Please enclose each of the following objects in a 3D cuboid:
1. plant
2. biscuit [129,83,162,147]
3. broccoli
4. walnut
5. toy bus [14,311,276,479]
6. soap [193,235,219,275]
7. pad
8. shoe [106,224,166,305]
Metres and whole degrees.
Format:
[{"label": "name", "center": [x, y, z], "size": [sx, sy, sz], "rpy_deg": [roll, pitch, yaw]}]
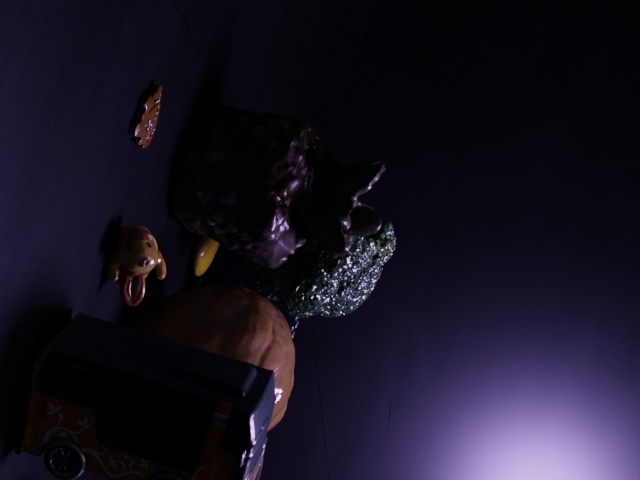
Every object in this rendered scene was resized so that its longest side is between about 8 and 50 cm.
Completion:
[{"label": "plant", "center": [-0.056, -0.072, 1.714], "size": [0.213, 0.312, 0.215], "rpy_deg": [103, 4, -72]}, {"label": "biscuit", "center": [-0.212, -0.144, 1.366], "size": [0.092, 0.016, 0.082], "rpy_deg": [99, 9, -55]}, {"label": "broccoli", "center": [0.000, 0.000, 1.892], "size": [0.269, 0.254, 0.269], "rpy_deg": [59, 18, -31]}, {"label": "walnut", "center": [-0.173, 0.206, 1.724], "size": [0.296, 0.285, 0.285], "rpy_deg": [-30, -157, 35]}, {"label": "toy bus", "center": [-0.194, 0.201, 1.301], "size": [0.138, 0.275, 0.167], "rpy_deg": [-59, 166, -70]}, {"label": "soap", "center": [-0.196, -0.005, 2.030], "size": [0.168, 0.033, 0.089], "rpy_deg": [-67, 176, -50]}, {"label": "pad", "center": [-0.121, 0.072, 2.067], "size": [0.012, 0.268, 0.270], "rpy_deg": [41, 60, -47]}, {"label": "shoe", "center": [-0.233, 0.032, 1.430], "size": [0.109, 0.072, 0.069], "rpy_deg": [-47, -136, 38]}]
